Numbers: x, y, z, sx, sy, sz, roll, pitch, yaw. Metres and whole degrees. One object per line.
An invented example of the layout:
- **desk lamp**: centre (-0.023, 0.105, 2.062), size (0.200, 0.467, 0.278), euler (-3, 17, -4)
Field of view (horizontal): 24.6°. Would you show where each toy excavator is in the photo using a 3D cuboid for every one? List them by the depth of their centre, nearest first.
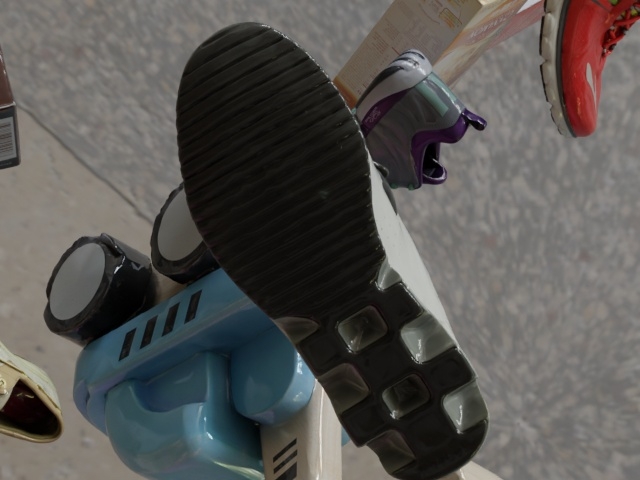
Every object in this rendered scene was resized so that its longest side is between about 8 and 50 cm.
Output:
- **toy excavator**: centre (-0.034, 0.161, 1.255), size (0.433, 0.222, 0.445), euler (-29, 48, 31)

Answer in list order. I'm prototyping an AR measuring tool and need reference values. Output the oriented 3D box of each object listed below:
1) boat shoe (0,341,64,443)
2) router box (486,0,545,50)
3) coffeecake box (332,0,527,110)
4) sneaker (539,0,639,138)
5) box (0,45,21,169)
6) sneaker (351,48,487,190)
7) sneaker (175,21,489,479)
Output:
- **boat shoe**: centre (-0.204, 0.088, 0.897), size (0.050, 0.135, 0.045), euler (-48, 49, 7)
- **router box**: centre (0.147, -0.380, 1.590), size (0.335, 0.301, 0.082), euler (51, 131, 4)
- **coffeecake box**: centre (0.105, -0.187, 1.319), size (0.068, 0.142, 0.185), euler (47, 131, 8)
- **sneaker**: centre (0.269, -0.226, 1.348), size (0.118, 0.107, 0.279), euler (9, 104, 14)
- **box**: centre (-0.454, -0.192, 1.711), size (0.167, 0.168, 0.203), euler (-13, 70, -14)
- **sneaker**: centre (0.045, -0.057, 1.237), size (0.098, 0.224, 0.083), euler (42, 45, 1)
- **sneaker**: centre (0.000, 0.000, 0.994), size (0.122, 0.146, 0.331), euler (-25, 109, 4)
